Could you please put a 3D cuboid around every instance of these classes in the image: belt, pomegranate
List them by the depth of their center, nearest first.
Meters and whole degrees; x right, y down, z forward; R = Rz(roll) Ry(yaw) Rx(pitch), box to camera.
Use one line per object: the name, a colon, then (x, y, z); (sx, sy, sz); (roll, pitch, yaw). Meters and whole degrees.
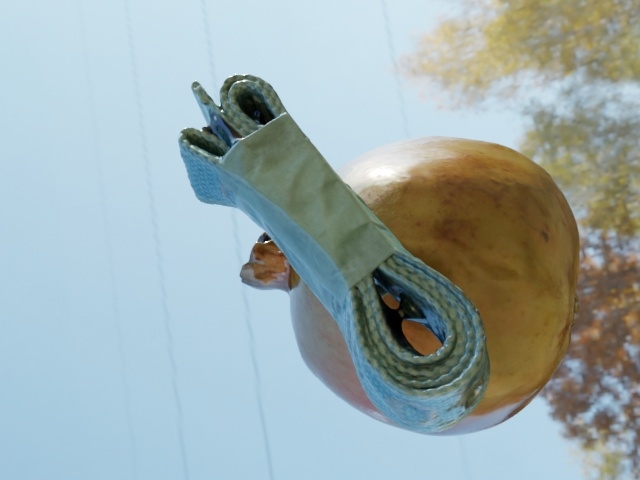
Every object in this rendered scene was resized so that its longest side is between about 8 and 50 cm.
belt: (0.000, 0.000, 0.770); (0.302, 0.087, 0.072); (48, 172, 30)
pomegranate: (0.073, 0.032, 0.937); (0.252, 0.270, 0.229); (-67, -19, -62)
